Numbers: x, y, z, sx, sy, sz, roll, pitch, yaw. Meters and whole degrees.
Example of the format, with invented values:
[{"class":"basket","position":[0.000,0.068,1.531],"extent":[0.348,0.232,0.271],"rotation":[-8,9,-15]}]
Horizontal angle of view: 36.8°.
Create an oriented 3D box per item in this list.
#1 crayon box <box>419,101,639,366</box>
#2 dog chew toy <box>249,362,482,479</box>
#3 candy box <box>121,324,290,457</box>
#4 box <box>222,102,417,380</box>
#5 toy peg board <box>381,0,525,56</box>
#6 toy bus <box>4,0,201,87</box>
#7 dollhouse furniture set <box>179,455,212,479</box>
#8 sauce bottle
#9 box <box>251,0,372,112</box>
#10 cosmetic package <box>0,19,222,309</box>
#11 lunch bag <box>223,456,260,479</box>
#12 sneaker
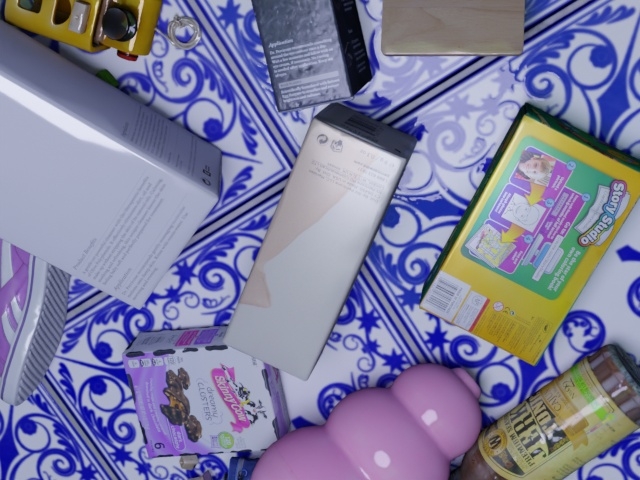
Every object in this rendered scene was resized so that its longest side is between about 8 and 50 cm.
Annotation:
[{"class":"crayon box","position":[0.257,-0.005,1.178],"extent":[0.165,0.081,0.278],"rotation":[27,109,1]},{"class":"dog chew toy","position":[0.068,0.284,1.231],"extent":[0.332,0.206,0.207],"rotation":[-40,97,-5]},{"class":"candy box","position":[-0.153,0.206,1.317],"extent":[0.196,0.070,0.165],"rotation":[-6,109,12]},{"class":"box","position":[0.000,0.000,1.193],"extent":[0.121,0.148,0.311],"rotation":[25,108,3]},{"class":"toy peg board","position":[0.156,-0.292,1.124],"extent":[0.161,0.079,0.161],"rotation":[2,91,9]},{"class":"toy bus","position":[-0.283,-0.280,1.179],"extent":[0.202,0.104,0.191],"rotation":[-25,101,17]},{"class":"dollhouse furniture set","position":[-0.166,0.371,1.406],"extent":[0.081,0.091,0.114],"rotation":[-4,139,-30]},{"class":"sauce bottle","position":[0.270,0.272,1.243],"extent":[0.344,0.111,0.111],"rotation":[-41,96,17]},{"class":"box","position":[-0.009,-0.243,1.114],"extent":[0.093,0.156,0.158],"rotation":[-10,104,14]},{"class":"cosmetic package","position":[-0.322,-0.100,1.160],"extent":[0.365,0.155,0.197],"rotation":[32,112,-19]},{"class":"lunch bag","position":[-0.099,0.337,1.333],"extent":[0.065,0.098,0.067],"rotation":[0,69,10]},{"class":"sneaker","position":[-0.438,0.078,1.325],"extent":[0.161,0.102,0.282],"rotation":[15,98,9]}]
